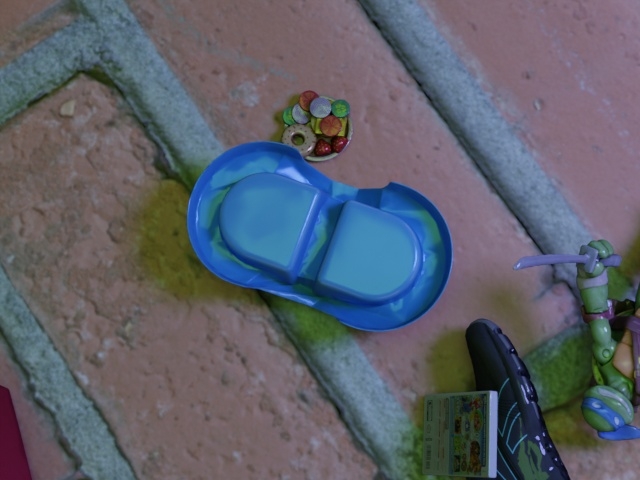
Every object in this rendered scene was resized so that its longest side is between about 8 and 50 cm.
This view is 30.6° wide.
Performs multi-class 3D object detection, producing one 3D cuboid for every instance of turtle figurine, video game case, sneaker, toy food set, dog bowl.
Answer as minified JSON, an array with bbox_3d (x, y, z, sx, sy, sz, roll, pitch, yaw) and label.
[{"bbox_3d":[0.363,0.062,1.178,0.197,0.275,0.266,17,53,39],"label":"turtle figurine"},{"bbox_3d":[0.145,0.204,1.229,0.011,0.122,0.087,9,77,-27],"label":"video game case"},{"bbox_3d":[0.193,0.213,1.229,0.106,0.101,0.267,-22,71,12],"label":"sneaker"},{"bbox_3d":[-0.004,-0.132,1.354,0.083,0.020,0.083,6,79,6],"label":"toy food set"},{"bbox_3d":[0.000,0.000,1.300,0.297,0.074,0.166,19,81,7],"label":"dog bowl"}]

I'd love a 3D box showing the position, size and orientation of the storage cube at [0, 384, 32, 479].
[{"bbox_3d":[-0.419,0.254,1.215,0.183,0.215,0.193,-19,71,1],"label":"storage cube"}]
